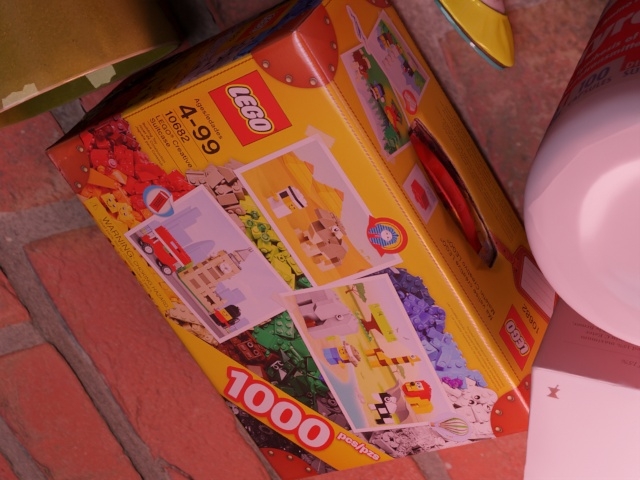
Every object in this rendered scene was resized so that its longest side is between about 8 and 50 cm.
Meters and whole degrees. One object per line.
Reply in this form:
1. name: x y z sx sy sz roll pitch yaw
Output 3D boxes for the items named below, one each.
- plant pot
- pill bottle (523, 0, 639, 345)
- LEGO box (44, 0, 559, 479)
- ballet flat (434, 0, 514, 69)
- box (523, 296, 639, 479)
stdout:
1. plant pot: -0.332 -0.291 1.388 0.274 0.274 0.294 -20 97 35
2. pill bottle: 0.322 -0.112 1.072 0.229 0.408 0.229 13 128 17
3. LEGO box: 0.000 0.000 1.455 0.372 0.193 0.500 -20 113 36
4. ballet flat: 0.126 -0.269 1.281 0.231 0.077 0.077 43 114 -6
5. box: 0.344 0.101 1.260 0.214 0.345 0.168 12 128 19
